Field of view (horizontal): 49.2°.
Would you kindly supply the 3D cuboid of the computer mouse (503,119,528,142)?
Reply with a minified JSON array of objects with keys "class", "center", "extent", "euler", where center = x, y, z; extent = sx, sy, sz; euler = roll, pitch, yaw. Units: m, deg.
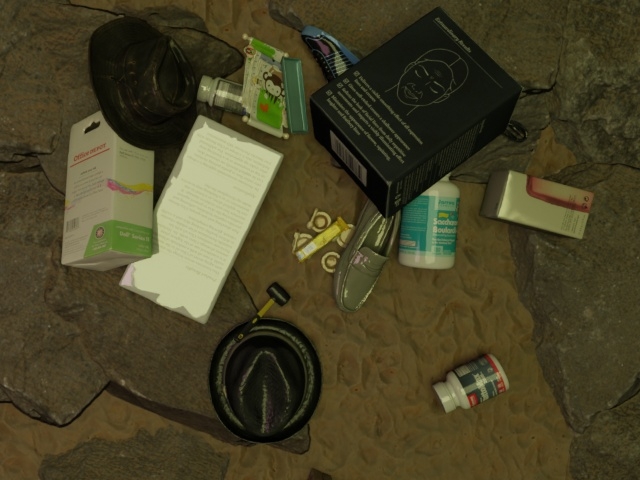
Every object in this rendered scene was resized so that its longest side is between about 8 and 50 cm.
[{"class":"computer mouse","center":[0.456,-0.347,1.841],"extent":[0.242,0.041,0.071],"euler":[46,72,-11]}]

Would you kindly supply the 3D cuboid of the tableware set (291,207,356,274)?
[{"class":"tableware set","center":[0.016,0.002,1.829],"extent":[0.169,0.020,0.141],"euler":[27,91,-7]}]

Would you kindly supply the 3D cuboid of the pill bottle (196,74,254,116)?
[{"class":"pill bottle","center":[-0.235,-0.364,1.753],"extent":[0.137,0.078,0.078],"euler":[16,92,-6]}]

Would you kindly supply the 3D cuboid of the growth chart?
[{"class":"growth chart","center":[-0.131,-0.380,1.745],"extent":[0.172,0.021,0.237],"euler":[5,84,-44]}]

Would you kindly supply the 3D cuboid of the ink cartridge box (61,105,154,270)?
[{"class":"ink cartridge box","center":[-0.498,-0.121,1.649],"extent":[0.207,0.119,0.353],"euler":[-13,72,38]}]

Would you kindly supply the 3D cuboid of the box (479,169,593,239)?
[{"class":"box","center":[0.554,-0.093,1.806],"extent":[0.233,0.148,0.126],"euler":[15,92,-6]}]

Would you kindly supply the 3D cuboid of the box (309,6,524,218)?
[{"class":"box","center":[0.219,-0.302,1.663],"extent":[0.395,0.212,0.293],"euler":[-36,72,-9]}]

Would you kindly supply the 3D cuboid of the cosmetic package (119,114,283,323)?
[{"class":"cosmetic package","center":[-0.286,-0.053,1.727],"extent":[0.230,0.161,0.453],"euler":[26,91,-6]}]

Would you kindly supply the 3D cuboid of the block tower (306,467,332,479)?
[{"class":"block tower","center":[-0.049,0.783,1.839],"extent":[0.091,0.097,0.335],"euler":[24,93,-5]}]

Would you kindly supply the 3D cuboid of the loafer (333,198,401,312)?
[{"class":"loafer","center":[0.120,0.038,1.787],"extent":[0.112,0.111,0.319],"euler":[16,93,-25]}]

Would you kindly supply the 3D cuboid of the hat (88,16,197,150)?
[{"class":"hat","center":[-0.378,-0.381,1.621],"extent":[0.134,0.331,0.331],"euler":[-17,97,40]}]

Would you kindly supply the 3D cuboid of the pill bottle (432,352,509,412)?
[{"class":"pill bottle","center":[0.394,0.382,1.845],"extent":[0.180,0.108,0.107],"euler":[-25,96,-3]}]

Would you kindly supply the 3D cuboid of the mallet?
[{"class":"mallet","center":[-0.146,0.194,1.784],"extent":[0.062,0.039,0.189],"euler":[38,63,-8]}]

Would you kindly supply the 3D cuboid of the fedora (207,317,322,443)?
[{"class":"fedora","center":[-0.138,0.370,1.774],"extent":[0.334,0.152,0.333],"euler":[0,94,-5]}]

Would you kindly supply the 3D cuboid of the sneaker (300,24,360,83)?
[{"class":"sneaker","center":[0.033,-0.444,1.770],"extent":[0.232,0.081,0.090],"euler":[36,83,-7]}]

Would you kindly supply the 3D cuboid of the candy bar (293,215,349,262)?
[{"class":"candy bar","center":[0.000,0.000,1.808],"extent":[0.161,0.018,0.040],"euler":[-37,92,0]}]

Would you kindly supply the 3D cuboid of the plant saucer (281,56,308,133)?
[{"class":"plant saucer","center":[-0.067,-0.368,1.782],"extent":[0.018,0.067,0.192],"euler":[-2,96,40]}]

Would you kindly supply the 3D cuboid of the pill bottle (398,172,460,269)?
[{"class":"pill bottle","center":[0.278,-0.063,1.785],"extent":[0.146,0.146,0.264],"euler":[3,94,-5]}]
